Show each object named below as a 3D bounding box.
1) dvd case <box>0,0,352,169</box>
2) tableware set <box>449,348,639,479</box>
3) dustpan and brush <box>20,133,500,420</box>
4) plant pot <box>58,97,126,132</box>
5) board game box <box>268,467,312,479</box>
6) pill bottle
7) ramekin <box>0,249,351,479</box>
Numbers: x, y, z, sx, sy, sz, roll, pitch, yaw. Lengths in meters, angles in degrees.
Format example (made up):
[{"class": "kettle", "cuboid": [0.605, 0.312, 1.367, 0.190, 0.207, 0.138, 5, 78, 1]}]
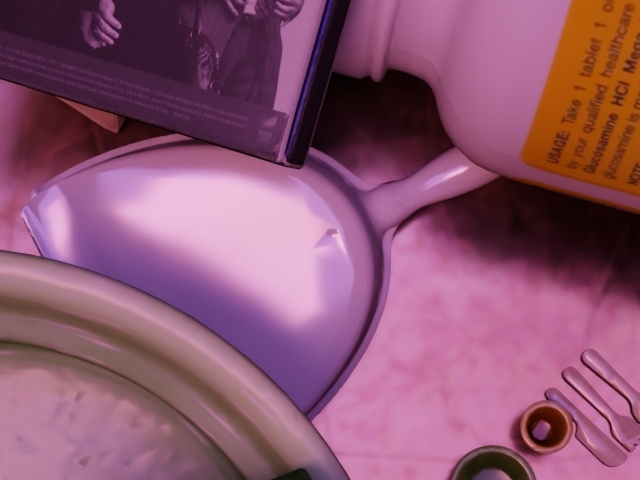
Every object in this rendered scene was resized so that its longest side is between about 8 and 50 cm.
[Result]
[{"class": "dvd case", "cuboid": [-0.056, -0.164, 0.553, 0.179, 0.029, 0.238, 18, 95, 19]}, {"class": "tableware set", "cuboid": [0.133, 0.126, 0.648, 0.104, 0.024, 0.154, -44, 82, -8]}, {"class": "dustpan and brush", "cuboid": [0.000, 0.000, 0.664, 0.211, 0.060, 0.147, -26, 92, 1]}, {"class": "plant pot", "cuboid": [-0.104, -0.131, 0.664, 0.109, 0.109, 0.096, 33, 69, 6]}, {"class": "board game box", "cuboid": [-0.058, 0.259, 0.450, 0.242, 0.064, 0.316, -20, 92, -4]}, {"class": "pill bottle", "cuboid": [0.162, -0.097, 0.610, 0.334, 0.188, 0.188, 16, 79, 3]}, {"class": "ramekin", "cuboid": [-0.125, 0.154, 0.556, 0.303, 0.148, 0.303, 0, 89, -3]}]
